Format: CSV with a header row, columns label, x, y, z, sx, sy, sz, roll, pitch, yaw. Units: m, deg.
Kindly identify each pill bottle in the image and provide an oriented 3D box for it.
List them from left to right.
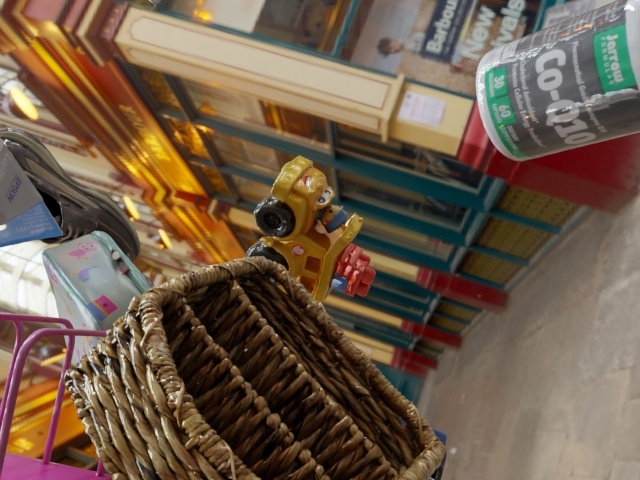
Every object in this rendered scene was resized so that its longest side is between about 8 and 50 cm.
label,x,y,z,sx,sy,sz,roll,pitch,yaw
pill bottle,0.448,-0.260,1.053,0.204,0.361,0.204,13,-109,-44

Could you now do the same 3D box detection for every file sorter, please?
label,x,y,z,sx,sy,sz,roll,pitch,yaw
file sorter,-0.374,0.155,0.679,0.202,0.291,0.182,40,-122,-75

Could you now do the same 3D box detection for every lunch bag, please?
label,x,y,z,sx,sy,sz,roll,pitch,yaw
lunch bag,-0.296,0.130,0.957,0.108,0.224,0.279,-22,-45,-29

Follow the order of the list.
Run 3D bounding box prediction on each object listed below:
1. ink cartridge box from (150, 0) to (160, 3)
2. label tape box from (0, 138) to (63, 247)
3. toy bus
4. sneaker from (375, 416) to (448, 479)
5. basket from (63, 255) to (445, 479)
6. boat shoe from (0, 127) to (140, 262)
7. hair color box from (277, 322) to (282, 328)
label,x,y,z,sx,sy,sz,roll,pitch,yaw
ink cartridge box,-0.102,-0.342,0.610,0.224,0.045,0.223,-43,37,14
label tape box,-0.571,-0.076,0.955,0.115,0.249,0.347,-91,-12,-48
toy bus,0.000,0.000,1.118,0.149,0.212,0.220,-53,-18,-52
sneaker,0.139,0.371,1.218,0.081,0.232,0.090,-31,42,52
basket,-0.060,0.161,0.634,0.223,0.299,0.213,-42,-19,0
boat shoe,-0.495,-0.048,1.265,0.132,0.355,0.130,-29,35,27
hair color box,-0.080,0.137,1.023,0.043,0.072,0.141,-33,1,19
